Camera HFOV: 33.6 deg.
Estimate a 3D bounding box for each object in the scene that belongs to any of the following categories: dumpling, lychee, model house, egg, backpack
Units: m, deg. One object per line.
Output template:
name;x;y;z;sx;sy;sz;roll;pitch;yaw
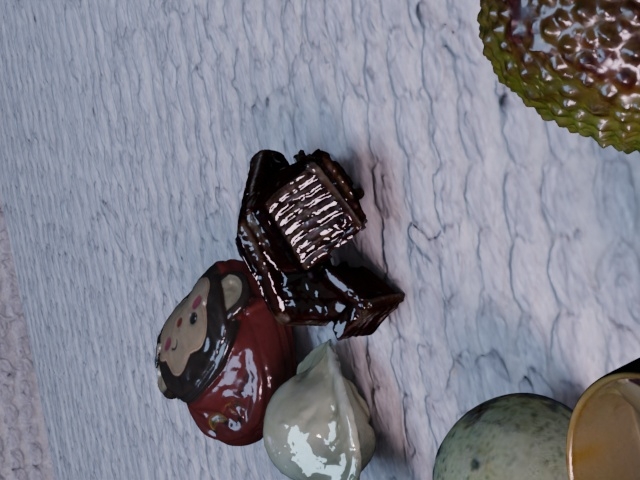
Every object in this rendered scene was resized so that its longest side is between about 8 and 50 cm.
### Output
dumpling;0.004;0.184;1.145;0.181;0.111;0.155;12;101;44
lychee;0.180;-0.125;0.621;0.171;0.171;0.171;36;133;52
model house;0.008;0.001;1.071;0.164;0.141;0.203;-15;110;42
egg;0.155;0.208;0.813;0.141;0.141;0.181;160;116;-63
backpack;-0.103;0.148;1.312;0.229;0.139;0.229;-4;84;51

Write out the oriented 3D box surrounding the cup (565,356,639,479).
cup;0.262;0.116;0.535;0.239;0.177;0.166;10;110;61
